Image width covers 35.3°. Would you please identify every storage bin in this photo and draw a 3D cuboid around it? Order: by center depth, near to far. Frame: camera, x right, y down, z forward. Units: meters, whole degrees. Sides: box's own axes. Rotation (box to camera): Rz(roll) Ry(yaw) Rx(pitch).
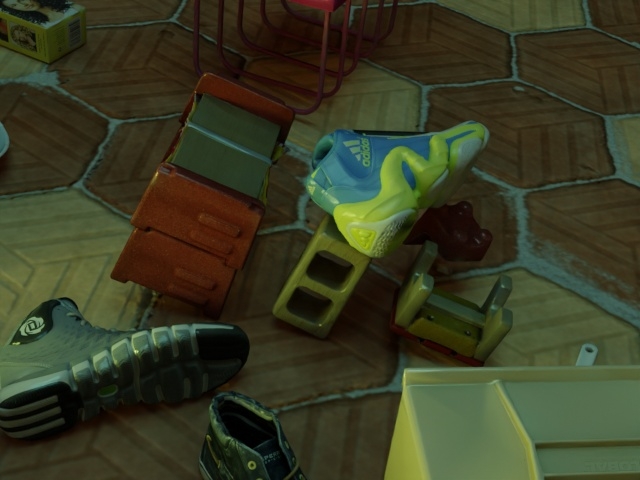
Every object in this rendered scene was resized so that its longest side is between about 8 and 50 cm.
[{"bbox_3d":[0.165,0.217,0.662,0.261,0.262,0.123,1,36,-9],"label":"storage bin"}]

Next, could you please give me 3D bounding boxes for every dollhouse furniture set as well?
[{"bbox_3d":[0.000,0.000,1.034,0.374,0.152,0.201,24,37,-7],"label":"dollhouse furniture set"}]

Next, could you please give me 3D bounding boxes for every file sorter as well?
[{"bbox_3d":[-0.024,-0.320,1.371,0.202,0.182,0.290,19,39,16],"label":"file sorter"}]

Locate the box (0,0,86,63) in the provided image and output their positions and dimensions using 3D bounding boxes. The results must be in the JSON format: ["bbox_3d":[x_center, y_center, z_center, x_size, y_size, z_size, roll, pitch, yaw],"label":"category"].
[{"bbox_3d":[-0.444,-0.321,1.400,0.232,0.058,0.087,21,40,18],"label":"box"}]

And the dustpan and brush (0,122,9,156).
[{"bbox_3d":[-0.428,-0.164,1.187,0.147,0.060,0.211,37,-3,-19],"label":"dustpan and brush"}]

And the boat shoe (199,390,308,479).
[{"bbox_3d":[-0.033,0.200,0.792,0.065,0.083,0.183,-27,50,-36],"label":"boat shoe"}]

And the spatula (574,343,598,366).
[{"bbox_3d":[0.280,0.190,0.915,0.168,0.019,0.242,17,38,20],"label":"spatula"}]

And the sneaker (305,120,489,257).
[{"bbox_3d":[0.072,-0.081,0.972,0.126,0.091,0.240,37,38,11],"label":"sneaker"}]

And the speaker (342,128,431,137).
[{"bbox_3d":[0.091,-0.106,1.224,0.136,0.055,0.055,1,39,-8],"label":"speaker"}]

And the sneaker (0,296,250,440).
[{"bbox_3d":[-0.188,0.088,0.909,0.229,0.086,0.132,-12,40,-22],"label":"sneaker"}]
